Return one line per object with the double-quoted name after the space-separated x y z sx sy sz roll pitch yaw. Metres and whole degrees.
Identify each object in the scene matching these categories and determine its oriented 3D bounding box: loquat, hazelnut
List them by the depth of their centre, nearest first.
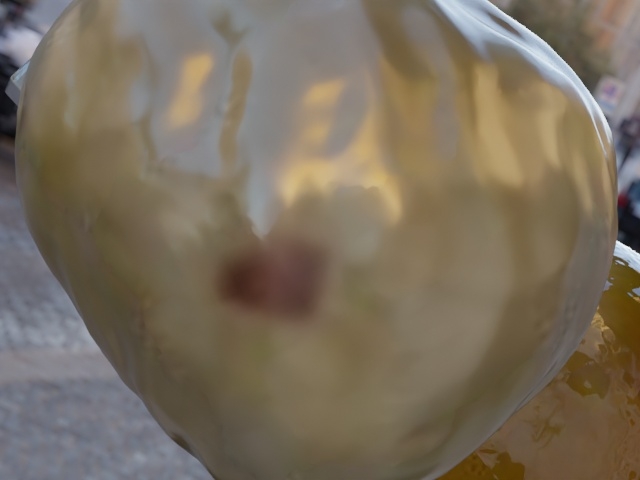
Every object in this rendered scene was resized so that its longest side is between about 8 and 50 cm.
0.000 0.000 0.781 0.261 0.241 0.261 25 20 -10 "hazelnut"
0.115 0.129 1.277 0.328 0.328 0.328 25 8 -4 "loquat"

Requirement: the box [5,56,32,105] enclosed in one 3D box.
-0.110 -0.167 1.310 0.067 0.243 0.155 47 -6 -10 "box"
